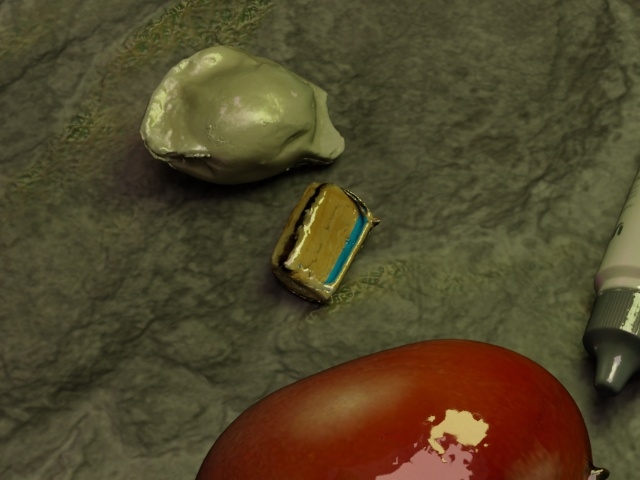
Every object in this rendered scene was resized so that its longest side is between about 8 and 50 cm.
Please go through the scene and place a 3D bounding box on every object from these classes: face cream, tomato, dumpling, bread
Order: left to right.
[{"bbox_3d":[-0.073,-0.118,1.457,0.199,0.118,0.136,5,57,-24],"label":"dumpling"},{"bbox_3d":[0.000,0.000,1.417,0.072,0.053,0.106,34,63,-8],"label":"bread"},{"bbox_3d":[0.048,0.221,1.128,0.321,0.321,0.322,1,57,-1],"label":"tomato"},{"bbox_3d":[0.303,0.009,1.395,0.092,0.092,0.311,20,58,11],"label":"face cream"}]
